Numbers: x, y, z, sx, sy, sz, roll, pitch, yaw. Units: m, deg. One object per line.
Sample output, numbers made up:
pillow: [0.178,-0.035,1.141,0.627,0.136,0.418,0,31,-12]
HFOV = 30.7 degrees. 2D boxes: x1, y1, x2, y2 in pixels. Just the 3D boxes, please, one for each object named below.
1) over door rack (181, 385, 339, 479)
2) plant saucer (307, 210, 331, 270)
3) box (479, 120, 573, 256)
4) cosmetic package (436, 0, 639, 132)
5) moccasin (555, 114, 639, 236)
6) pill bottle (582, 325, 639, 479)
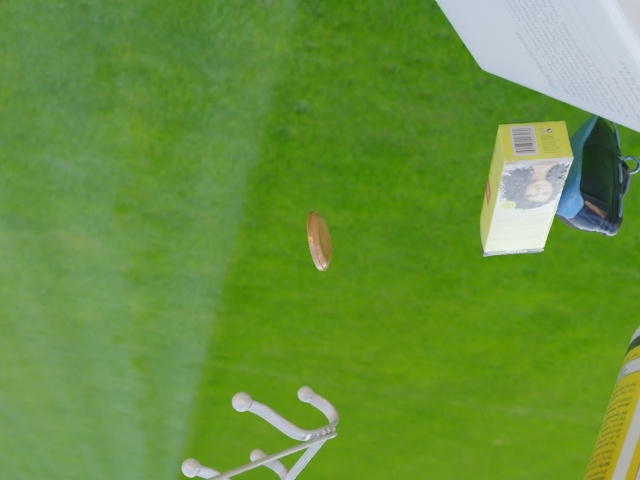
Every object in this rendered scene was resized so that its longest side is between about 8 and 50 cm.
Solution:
over door rack: [-0.129,0.289,1.247,0.108,0.239,0.324,40,-155,11]
plant saucer: [0.000,0.000,1.609,0.013,0.083,0.083,-10,157,14]
box: [0.254,-0.060,1.471,0.087,0.058,0.232,-4,151,0]
cosmetic package: [0.302,-0.350,1.184,0.327,0.329,0.393,48,174,-32]
moccasin: [0.444,-0.094,1.913,0.117,0.342,0.138,34,126,-2]
pill bottle: [0.360,0.253,1.169,0.188,0.334,0.188,21,151,12]
